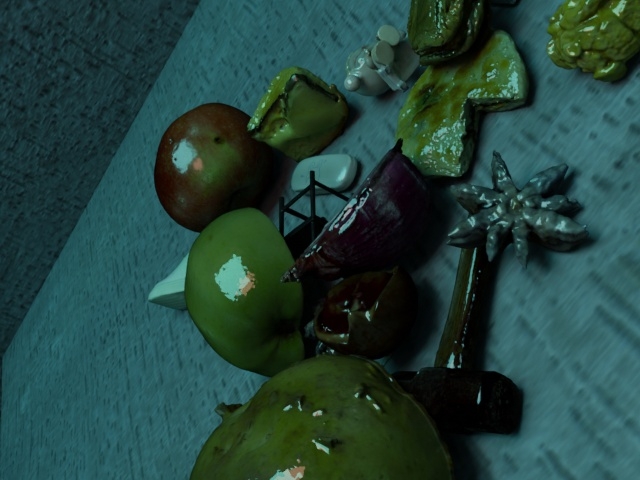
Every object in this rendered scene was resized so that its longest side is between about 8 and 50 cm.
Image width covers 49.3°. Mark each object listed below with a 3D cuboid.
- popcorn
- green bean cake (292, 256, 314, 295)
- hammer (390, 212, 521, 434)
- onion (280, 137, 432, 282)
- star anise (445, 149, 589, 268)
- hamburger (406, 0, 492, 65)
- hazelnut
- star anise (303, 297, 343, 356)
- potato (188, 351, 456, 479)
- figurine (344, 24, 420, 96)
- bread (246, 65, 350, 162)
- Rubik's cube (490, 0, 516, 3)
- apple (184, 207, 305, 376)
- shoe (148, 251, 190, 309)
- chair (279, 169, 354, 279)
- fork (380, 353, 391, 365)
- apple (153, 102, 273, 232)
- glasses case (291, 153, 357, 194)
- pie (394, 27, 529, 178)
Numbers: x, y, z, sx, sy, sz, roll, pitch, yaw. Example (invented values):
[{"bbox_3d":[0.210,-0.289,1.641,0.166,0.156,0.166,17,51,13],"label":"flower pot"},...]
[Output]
[{"bbox_3d":[0.454,-0.352,1.126,0.194,0.140,0.163,-34,40,42],"label":"popcorn"},{"bbox_3d":[-0.088,0.069,1.670,0.179,0.085,0.109,1,70,54],"label":"green bean cake"},{"bbox_3d":[0.238,0.119,1.181,0.242,0.095,0.409,-10,60,52],"label":"hammer"},{"bbox_3d":[0.086,-0.004,1.332,0.349,0.159,0.267,-50,-2,-13],"label":"onion"},{"bbox_3d":[0.319,-0.047,1.129,0.229,0.093,0.236,-47,55,-8],"label":"star anise"},{"bbox_3d":[0.251,-0.437,1.371,0.206,0.130,0.183,-149,67,-74],"label":"hamburger"},{"bbox_3d":[0.089,0.126,1.274,0.202,0.160,0.170,-57,22,23],"label":"hazelnut"},{"bbox_3d":[0.039,0.193,1.422,0.212,0.073,0.197,-23,60,41],"label":"star anise"},{"bbox_3d":[-0.042,0.383,1.116,0.442,0.319,0.385,-36,62,45],"label":"potato"},{"bbox_3d":[0.144,-0.404,1.590,0.182,0.144,0.256,-70,18,-1],"label":"figurine"},{"bbox_3d":[-0.043,-0.327,1.762,0.262,0.204,0.162,-35,32,43],"label":"bread"},{"bbox_3d":[0.297,-0.659,1.423,0.253,0.259,0.256,33,98,57],"label":"Rubik's cube"},{"bbox_3d":[-0.153,0.123,1.572,0.311,0.320,0.360,-49,37,-1],"label":"apple"},{"bbox_3d":[-0.373,0.097,2.017,0.363,0.132,0.160,-18,57,44],"label":"shoe"},{"bbox_3d":[0.000,0.000,1.535,0.141,0.154,0.260,-37,40,38],"label":"chair"},{"bbox_3d":[0.145,0.199,1.332,0.115,0.012,0.016,-60,29,18],"label":"fork"},{"bbox_3d":[-0.295,-0.198,1.899,0.277,0.348,0.348,43,110,17],"label":"apple"},{"bbox_3d":[0.006,-0.161,1.703,0.233,0.059,0.092,3,71,54],"label":"glasses case"},{"bbox_3d":[0.267,-0.277,1.393,0.337,0.075,0.337,-32,44,37],"label":"pie"}]
